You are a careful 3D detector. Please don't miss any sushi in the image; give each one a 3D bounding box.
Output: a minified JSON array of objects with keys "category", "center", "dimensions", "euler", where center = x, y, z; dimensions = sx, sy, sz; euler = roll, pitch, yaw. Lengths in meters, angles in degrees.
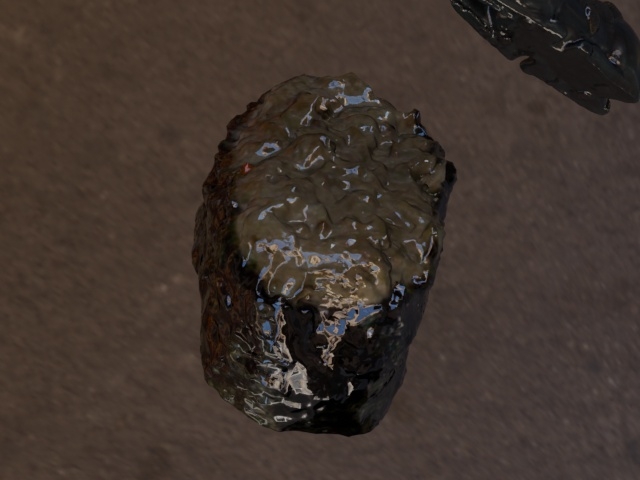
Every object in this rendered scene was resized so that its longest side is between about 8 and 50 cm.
[{"category":"sushi","center":[0.000,0.000,1.378],"dimensions":[0.211,0.170,0.350],"euler":[16,33,-5]}]

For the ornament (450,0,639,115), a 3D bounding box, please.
[{"category":"ornament","center":[0.217,-0.246,1.355],"dimensions":[0.080,0.202,0.236],"euler":[-12,53,54]}]
